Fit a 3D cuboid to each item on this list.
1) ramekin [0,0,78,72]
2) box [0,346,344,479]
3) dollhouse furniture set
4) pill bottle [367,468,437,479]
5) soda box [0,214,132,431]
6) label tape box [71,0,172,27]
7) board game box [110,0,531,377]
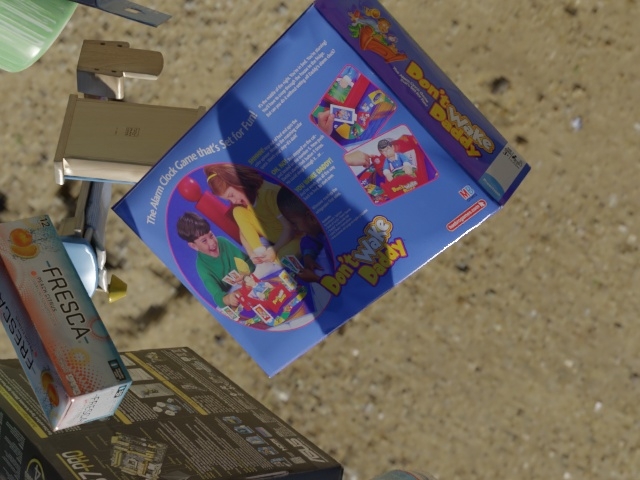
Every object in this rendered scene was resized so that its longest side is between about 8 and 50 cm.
[{"bbox_3d":[-0.495,-0.421,2.198,0.148,0.303,0.303,30,150,-30],"label":"ramekin"},{"bbox_3d":[-0.209,0.239,1.595,0.395,0.318,0.097,28,113,52],"label":"box"},{"bbox_3d":[-0.277,-0.091,2.052,0.198,0.286,0.303,6,139,-2],"label":"dollhouse furniture set"},{"bbox_3d":[0.085,0.328,1.656,0.087,0.160,0.087,3,96,32],"label":"pill bottle"},{"bbox_3d":[-0.232,0.068,1.163,0.183,0.063,0.058,59,140,23],"label":"soda box"},{"bbox_3d":[-0.332,-0.349,1.587,0.334,0.240,0.106,14,102,-5],"label":"label tape box"},{"bbox_3d":[-0.011,-0.047,1.252,0.233,0.078,0.347,47,131,-5],"label":"board game box"}]
